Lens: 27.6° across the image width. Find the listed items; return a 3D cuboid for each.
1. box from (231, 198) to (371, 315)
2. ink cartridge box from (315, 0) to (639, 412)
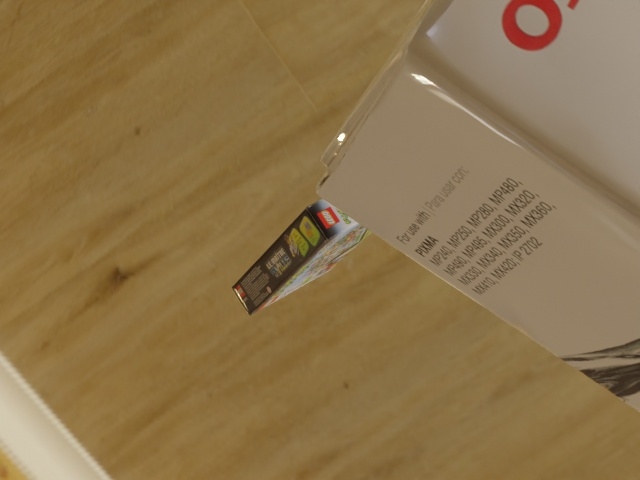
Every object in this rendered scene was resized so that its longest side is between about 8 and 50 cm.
[{"bbox_3d":[0.000,0.000,1.237,0.114,0.207,0.036,-29,-98,-30],"label":"box"},{"bbox_3d":[0.145,-0.029,0.375,0.237,0.100,0.172,34,-112,0],"label":"ink cartridge box"}]
